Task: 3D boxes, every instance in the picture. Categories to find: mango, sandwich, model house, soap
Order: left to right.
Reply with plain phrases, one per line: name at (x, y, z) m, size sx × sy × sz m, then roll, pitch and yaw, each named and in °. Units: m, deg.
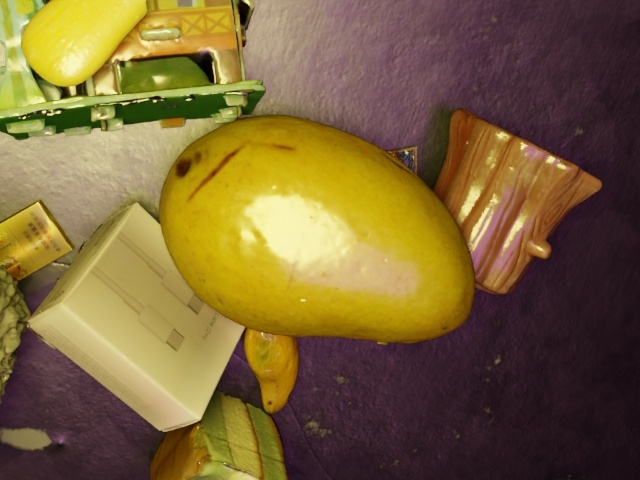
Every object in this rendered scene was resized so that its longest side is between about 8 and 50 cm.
soap at (-0.249, -0.242, 0.798) m, size 0.089 × 0.033 × 0.168 m, roll 45°, pitch 81°, yaw -7°
model house at (-0.270, -0.294, 0.928) m, size 0.357 × 0.242 × 0.313 m, roll -9°, pitch 92°, yaw -8°
sandwich at (-0.164, 0.370, 1.109) m, size 0.155 × 0.227 × 0.198 m, roll 27°, pitch 98°, yaw -18°
mango at (-0.073, 0.182, 1.149) m, size 0.098 × 0.075 × 0.190 m, roll -42°, pitch 132°, yaw -45°
mango at (0.000, 0.000, 0.989) m, size 0.445 × 0.220 × 0.301 m, roll 27°, pitch 84°, yaw 8°

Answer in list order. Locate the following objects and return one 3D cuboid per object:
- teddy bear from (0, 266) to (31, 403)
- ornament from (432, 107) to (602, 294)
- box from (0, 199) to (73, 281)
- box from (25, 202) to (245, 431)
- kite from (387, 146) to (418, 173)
teddy bear at (-0.549, 0.063, 0.920) m, size 0.367 × 0.224 × 0.357 m, roll 30°, pitch 143°, yaw 5°
ornament at (0.260, -0.053, 1.104) m, size 0.235 × 0.221 × 0.217 m, roll 30°, pitch 103°, yaw 10°
box at (-0.446, 0.016, 1.050) m, size 0.156 × 0.022 × 0.089 m, roll -29°, pitch 109°, yaw -3°
box at (-0.241, 0.107, 1.022) m, size 0.106 × 0.203 × 0.252 m, roll -25°, pitch 118°, yaw 37°
kite at (0.080, -0.054, 1.154) m, size 0.321 × 0.016 × 0.234 m, roll 38°, pitch 94°, yaw -21°
